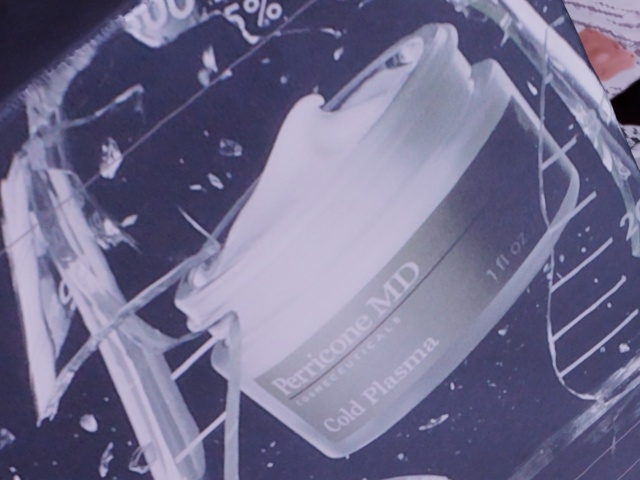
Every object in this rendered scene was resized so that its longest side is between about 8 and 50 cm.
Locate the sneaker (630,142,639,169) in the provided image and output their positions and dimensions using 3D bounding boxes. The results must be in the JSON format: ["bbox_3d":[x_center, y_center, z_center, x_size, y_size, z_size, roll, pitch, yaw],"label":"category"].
[{"bbox_3d":[0.293,0.012,1.066,0.281,0.115,0.105,11,138,-11],"label":"sneaker"}]

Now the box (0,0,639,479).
[{"bbox_3d":[-0.093,0.042,0.823,0.480,0.297,0.471,-41,129,-7],"label":"box"}]
